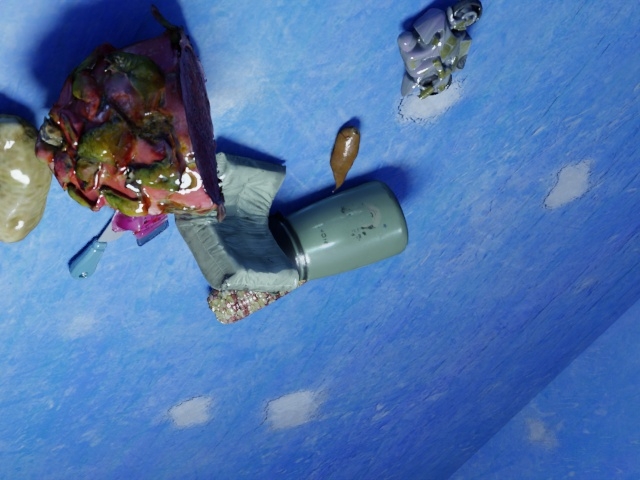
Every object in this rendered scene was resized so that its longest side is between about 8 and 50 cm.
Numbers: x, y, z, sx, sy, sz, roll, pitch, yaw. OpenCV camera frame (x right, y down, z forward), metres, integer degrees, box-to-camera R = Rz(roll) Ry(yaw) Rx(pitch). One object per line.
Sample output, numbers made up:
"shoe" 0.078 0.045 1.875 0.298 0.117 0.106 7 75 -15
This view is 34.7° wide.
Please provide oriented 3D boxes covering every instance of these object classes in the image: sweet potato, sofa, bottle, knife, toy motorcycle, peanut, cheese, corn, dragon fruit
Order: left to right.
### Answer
"peanut" -0.506 -0.102 1.668 0.137 0.122 0.253 5 136 -26
"knife" -0.405 -0.012 1.970 0.058 0.032 0.244 14 126 -49
"dragon fruit" -0.308 -0.172 1.605 0.263 0.314 0.296 -10 172 4
"cheese" -0.324 -0.056 1.914 0.155 0.062 0.244 -36 164 -16
"sofa" -0.133 -0.025 1.929 0.176 0.225 0.210 -43 152 24
"corn" -0.114 0.088 2.256 0.290 0.098 0.098 -30 148 0
"bottle" -0.001 -0.001 2.129 0.347 0.168 0.168 -19 148 -13
"sweet potato" 0.044 -0.160 2.045 0.056 0.056 0.195 -13 150 -20
"toy motorcycle" 0.200 -0.347 1.862 0.152 0.073 0.225 -7 142 -25
